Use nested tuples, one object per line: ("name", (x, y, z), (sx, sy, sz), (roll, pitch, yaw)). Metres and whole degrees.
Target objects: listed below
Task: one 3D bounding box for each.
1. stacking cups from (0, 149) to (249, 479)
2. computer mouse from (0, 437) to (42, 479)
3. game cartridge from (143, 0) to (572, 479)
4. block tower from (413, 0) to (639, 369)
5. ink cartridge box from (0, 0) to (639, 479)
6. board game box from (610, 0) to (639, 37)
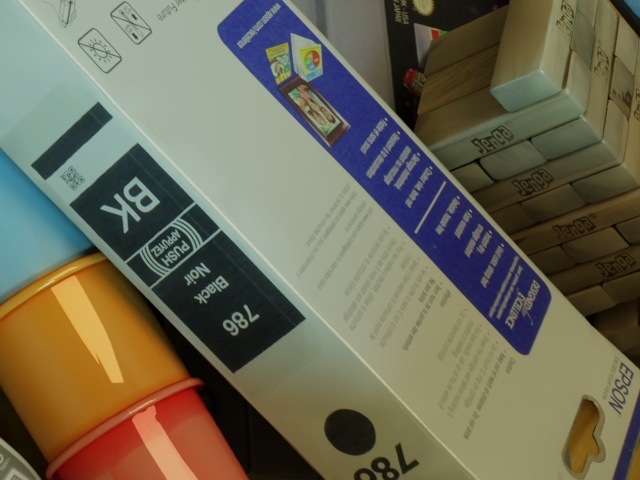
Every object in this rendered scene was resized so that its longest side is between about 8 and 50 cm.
("stacking cups", (-0.125, -0.005, 0.741), (0.096, 0.096, 0.316), (-26, 76, -40))
("computer mouse", (-0.194, 0.079, 0.712), (0.193, 0.042, 0.106), (38, 46, -5))
("game cartridge", (0.014, -0.040, 0.903), (0.230, 0.068, 0.355), (8, 63, -26))
("block tower", (0.176, 0.006, 0.909), (0.335, 0.097, 0.091), (44, 41, -30))
("ink cartridge box", (0.000, 0.000, 0.764), (0.332, 0.065, 0.165), (46, 32, -6))
("board game box", (0.204, -0.103, 0.975), (0.211, 0.039, 0.160), (38, 15, -51))
